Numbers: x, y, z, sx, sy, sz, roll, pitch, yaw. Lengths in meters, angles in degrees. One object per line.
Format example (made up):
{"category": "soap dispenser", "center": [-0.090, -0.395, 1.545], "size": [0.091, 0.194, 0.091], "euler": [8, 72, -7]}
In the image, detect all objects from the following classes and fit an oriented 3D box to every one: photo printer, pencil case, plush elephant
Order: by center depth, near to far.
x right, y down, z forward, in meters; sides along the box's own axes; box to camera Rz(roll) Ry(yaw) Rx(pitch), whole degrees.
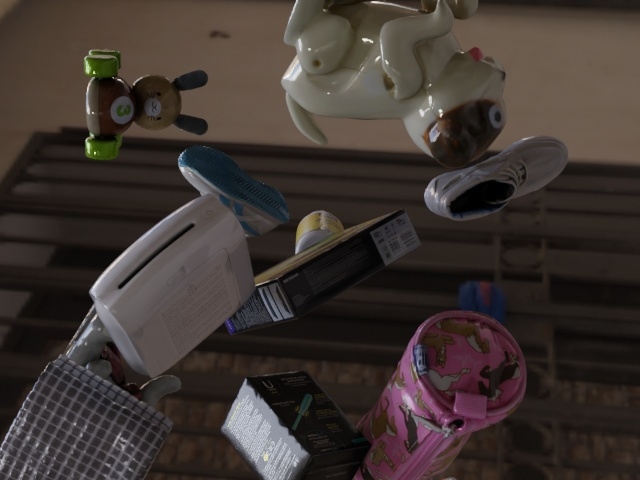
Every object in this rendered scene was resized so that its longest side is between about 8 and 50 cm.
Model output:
{"category": "pencil case", "center": [0.134, 0.254, 1.481], "size": [0.160, 0.167, 0.386], "euler": [57, 147, 23]}
{"category": "photo printer", "center": [-0.223, 0.069, 1.684], "size": [0.256, 0.107, 0.307], "euler": [-41, -18, -14]}
{"category": "plush elephant", "center": [-0.400, 0.306, 2.123], "size": [0.330, 0.255, 0.272], "euler": [-58, 12, -7]}

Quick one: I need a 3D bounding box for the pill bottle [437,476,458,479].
{"category": "pill bottle", "center": [0.149, 0.492, 1.882], "size": [0.121, 0.216, 0.121], "euler": [-18, -90, -76]}

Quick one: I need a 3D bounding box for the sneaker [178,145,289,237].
{"category": "sneaker", "center": [-0.152, -0.069, 1.750], "size": [0.228, 0.092, 0.087], "euler": [35, -144, -41]}

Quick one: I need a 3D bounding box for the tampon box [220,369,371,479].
{"category": "tampon box", "center": [-0.035, 0.271, 1.496], "size": [0.120, 0.161, 0.101], "euler": [1, -56, -44]}

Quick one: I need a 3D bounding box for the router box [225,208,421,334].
{"category": "router box", "center": [-0.006, 0.058, 1.969], "size": [0.243, 0.308, 0.081], "euler": [-20, 97, 55]}

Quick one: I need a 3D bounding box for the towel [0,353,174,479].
{"category": "towel", "center": [-0.404, 0.364, 1.774], "size": [0.284, 0.235, 0.121], "euler": [-60, 2, 11]}

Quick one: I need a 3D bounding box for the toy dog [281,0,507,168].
{"category": "toy dog", "center": [0.143, -0.290, 1.956], "size": [0.395, 0.407, 0.284], "euler": [-65, -9, 22]}

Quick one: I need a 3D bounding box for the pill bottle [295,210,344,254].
{"category": "pill bottle", "center": [0.000, 0.000, 2.283], "size": [0.184, 0.103, 0.103], "euler": [-91, 2, -70]}

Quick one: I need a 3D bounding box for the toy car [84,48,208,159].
{"category": "toy car", "center": [-0.270, -0.213, 1.705], "size": [0.149, 0.188, 0.155], "euler": [-111, 23, -72]}

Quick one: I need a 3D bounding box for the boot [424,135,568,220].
{"category": "boot", "center": [0.305, -0.093, 1.781], "size": [0.123, 0.258, 0.095], "euler": [-129, 17, -71]}
